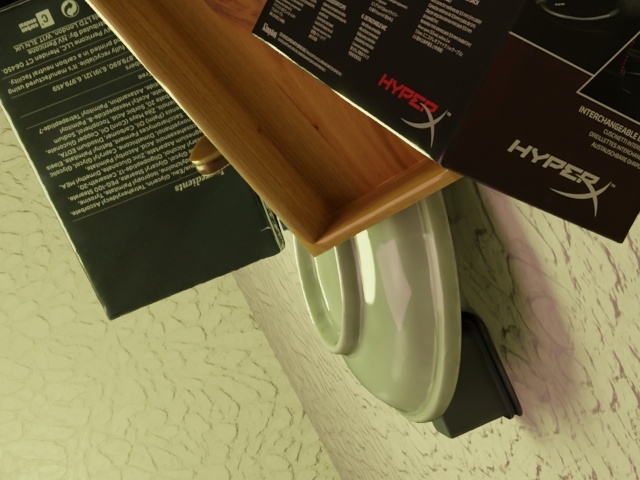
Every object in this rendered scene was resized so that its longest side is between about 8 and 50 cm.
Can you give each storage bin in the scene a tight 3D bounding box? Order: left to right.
[{"bbox_3d":[0.160,0.163,1.442,0.135,0.091,0.098,66,168,-10],"label":"storage bin"}]

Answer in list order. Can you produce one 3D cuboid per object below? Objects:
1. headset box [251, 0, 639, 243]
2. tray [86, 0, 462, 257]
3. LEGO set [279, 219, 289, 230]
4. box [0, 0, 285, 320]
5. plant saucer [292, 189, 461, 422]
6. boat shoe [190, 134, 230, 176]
[{"bbox_3d":[0.109,-0.179,0.547,0.110,0.293,0.218,20,-168,-30],"label":"headset box"},{"bbox_3d":[-0.056,-0.189,1.116,0.203,0.076,0.411,-29,108,39],"label":"tray"},{"bbox_3d":[0.000,0.000,1.795,0.093,0.087,0.227,41,156,63],"label":"LEGO set"},{"bbox_3d":[-0.288,-0.219,1.854,0.480,0.297,0.472,-112,-2,-66],"label":"box"},{"bbox_3d":[0.041,0.015,1.367,0.400,0.100,0.401,169,90,-76],"label":"plant saucer"},{"bbox_3d":[-0.085,-0.146,1.595,0.073,0.207,0.073,10,138,46],"label":"boat shoe"}]
